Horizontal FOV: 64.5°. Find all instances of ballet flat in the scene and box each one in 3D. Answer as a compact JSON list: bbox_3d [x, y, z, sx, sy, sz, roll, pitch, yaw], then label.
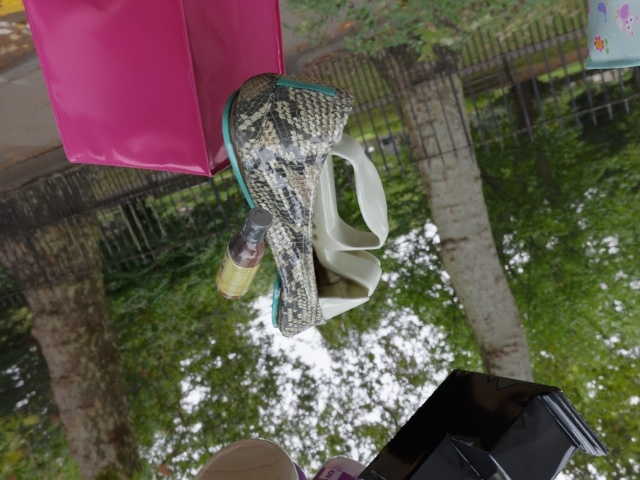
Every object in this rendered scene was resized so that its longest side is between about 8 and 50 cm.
[{"bbox_3d":[0.000,0.000,0.693,0.182,0.482,0.163,6,-130,10],"label":"ballet flat"}]

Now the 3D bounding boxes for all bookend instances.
[{"bbox_3d":[0.136,0.202,0.458,0.156,0.072,0.157,-41,-175,-19],"label":"bookend"}]

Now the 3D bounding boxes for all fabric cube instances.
[{"bbox_3d":[-0.221,-0.263,0.763,0.259,0.253,0.259,7,-152,22],"label":"fabric cube"}]

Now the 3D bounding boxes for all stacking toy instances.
[{"bbox_3d":[-0.015,0.369,0.608,0.141,0.330,0.141,-21,-141,19],"label":"stacking toy"}]

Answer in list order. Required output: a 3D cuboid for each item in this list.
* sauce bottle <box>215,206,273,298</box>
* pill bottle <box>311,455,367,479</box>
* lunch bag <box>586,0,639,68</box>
[{"bbox_3d":[-0.081,0.014,0.541,0.042,0.042,0.128,-26,156,-41],"label":"sauce bottle"},{"bbox_3d":[-0.001,0.577,0.955,0.169,0.169,0.301,-10,-158,42],"label":"pill bottle"},{"bbox_3d":[0.470,-0.341,0.644,0.160,0.223,0.262,-11,-163,-1],"label":"lunch bag"}]
